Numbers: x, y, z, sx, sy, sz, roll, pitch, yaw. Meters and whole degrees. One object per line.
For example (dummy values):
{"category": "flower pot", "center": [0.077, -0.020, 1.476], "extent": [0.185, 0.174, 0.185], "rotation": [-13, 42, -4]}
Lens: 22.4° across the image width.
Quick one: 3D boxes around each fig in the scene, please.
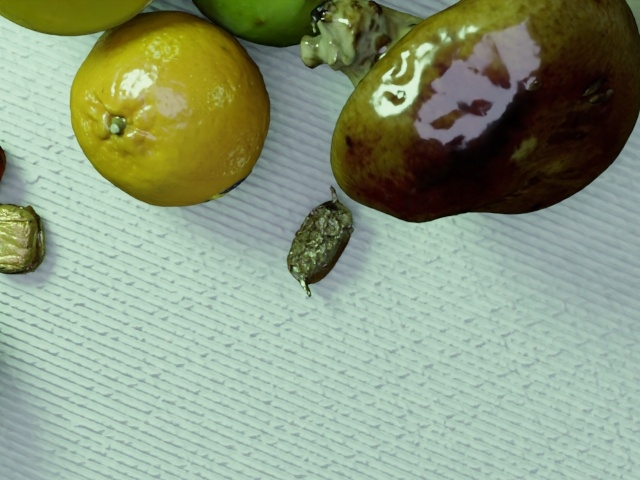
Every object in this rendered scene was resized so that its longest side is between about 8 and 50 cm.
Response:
{"category": "fig", "center": [-0.047, -0.304, 1.703], "extent": [0.203, 0.225, 0.203], "rotation": [-5, 108, -14]}

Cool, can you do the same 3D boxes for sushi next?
{"category": "sushi", "center": [0.000, 0.000, 1.807], "extent": [0.052, 0.055, 0.120], "rotation": [33, 96, 9]}

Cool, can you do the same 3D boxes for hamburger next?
{"category": "hamburger", "center": [-0.353, -0.001, 1.850], "extent": [0.076, 0.044, 0.083], "rotation": [6, 94, 7]}

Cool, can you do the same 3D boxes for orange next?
{"category": "orange", "center": [-0.163, -0.139, 1.734], "extent": [0.193, 0.219, 0.219], "rotation": [-29, 92, -33]}

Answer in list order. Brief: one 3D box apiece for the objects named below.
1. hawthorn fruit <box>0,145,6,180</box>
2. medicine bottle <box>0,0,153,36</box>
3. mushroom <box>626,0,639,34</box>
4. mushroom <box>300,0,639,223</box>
{"category": "hawthorn fruit", "center": [-0.400, -0.078, 1.832], "extent": [0.093, 0.093, 0.093], "rotation": [1, 95, 6]}
{"category": "medicine bottle", "center": [-0.273, -0.354, 1.681], "extent": [0.238, 0.232, 0.237], "rotation": [-5, 113, -13]}
{"category": "mushroom", "center": [0.349, -0.258, 1.729], "extent": [0.213, 0.088, 0.097], "rotation": [-2, 105, 0]}
{"category": "mushroom", "center": [0.163, -0.165, 1.645], "extent": [0.345, 0.345, 0.259], "rotation": [-34, 66, 8]}
